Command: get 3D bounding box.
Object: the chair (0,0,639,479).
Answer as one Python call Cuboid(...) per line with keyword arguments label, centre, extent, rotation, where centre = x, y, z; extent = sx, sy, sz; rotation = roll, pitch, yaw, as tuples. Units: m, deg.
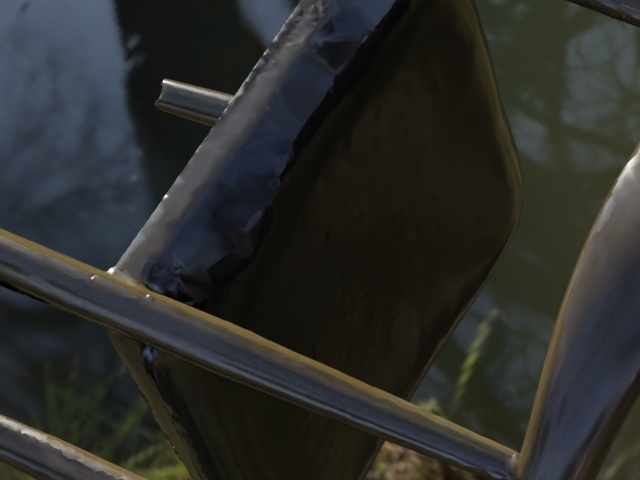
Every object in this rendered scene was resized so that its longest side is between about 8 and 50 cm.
Cuboid(label="chair", centre=(0.000, 0.000, 0.526), extent=(0.272, 0.166, 0.188), rotation=(19, 61, 29))
